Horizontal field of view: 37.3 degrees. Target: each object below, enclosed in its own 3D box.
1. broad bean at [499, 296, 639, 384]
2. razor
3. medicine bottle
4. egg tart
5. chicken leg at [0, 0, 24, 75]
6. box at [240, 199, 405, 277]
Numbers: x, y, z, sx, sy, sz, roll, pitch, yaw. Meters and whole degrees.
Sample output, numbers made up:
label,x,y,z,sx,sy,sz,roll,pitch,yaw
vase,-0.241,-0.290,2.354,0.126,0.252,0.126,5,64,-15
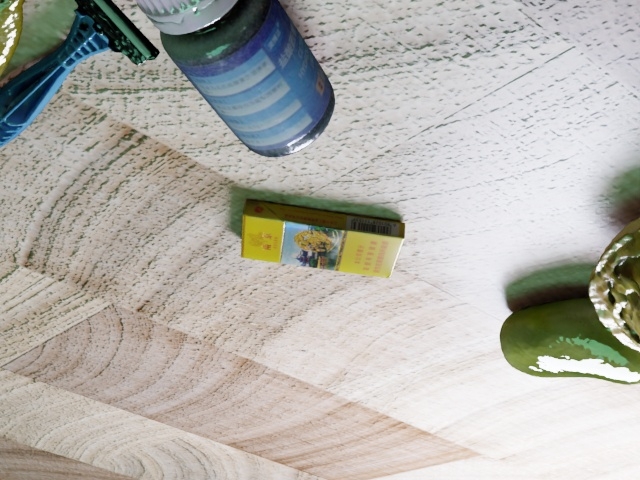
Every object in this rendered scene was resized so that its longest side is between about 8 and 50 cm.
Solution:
label,x,y,z,sx,sy,sz,roll,pitch,yaw
broad bean,0.278,0.109,1.000,0.175,0.082,0.124,-5,147,18
razor,-0.213,-0.125,0.737,0.082,0.042,0.253,45,138,-18
medicine bottle,-0.065,-0.141,0.636,0.083,0.083,0.203,-9,148,25
egg tart,0.359,0.057,0.836,0.241,0.106,0.241,8,138,7
chicken leg,-0.247,-0.161,0.666,0.093,0.070,0.178,35,133,-30
box,0.000,0.000,0.930,0.155,0.023,0.087,8,153,-1
